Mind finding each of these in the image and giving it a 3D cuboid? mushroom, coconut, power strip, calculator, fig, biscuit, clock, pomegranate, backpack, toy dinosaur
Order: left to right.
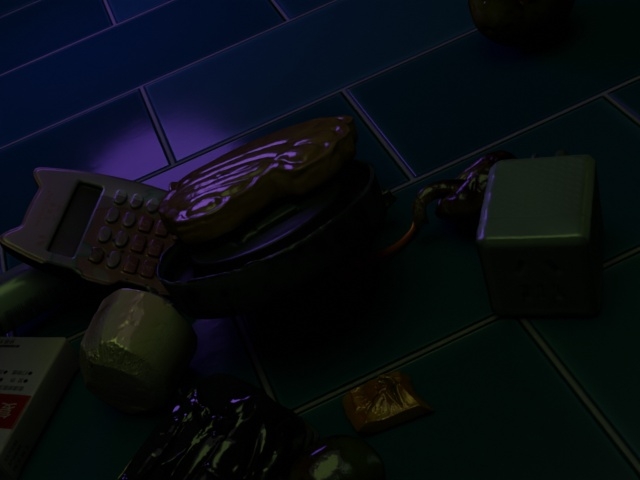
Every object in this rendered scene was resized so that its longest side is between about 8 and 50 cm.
[{"bbox_3d":[-0.303,-0.005,1.534,0.330,0.048,0.220,14,45,-2],"label":"calculator"},{"bbox_3d":[-0.241,0.140,1.348,0.147,0.147,0.152,2,49,27],"label":"coconut"},{"bbox_3d":[-0.144,0.263,1.162,0.258,0.133,0.206,-46,26,-16],"label":"backpack"},{"bbox_3d":[-0.093,-0.100,1.455,0.312,0.057,0.351,-22,17,11],"label":"biscuit"},{"bbox_3d":[-0.064,-0.007,1.352,0.325,0.067,0.325,-23,19,8],"label":"clock"},{"bbox_3d":[0.034,0.025,1.413,0.279,0.101,0.055,-43,18,-13],"label":"toy dinosaur"},{"bbox_3d":[0.029,0.281,1.098,0.114,0.114,0.142,-38,66,-19],"label":"pomegranate"},{"bbox_3d":[0.207,-0.063,1.418,0.170,0.080,0.135,-27,1,2],"label":"mushroom"},{"bbox_3d":[0.342,-0.427,1.733,0.181,0.181,0.191,-13,13,11],"label":"fig"},{"bbox_3d":[0.291,-0.025,1.302,0.139,0.140,0.224,-3,41,22],"label":"power strip"}]

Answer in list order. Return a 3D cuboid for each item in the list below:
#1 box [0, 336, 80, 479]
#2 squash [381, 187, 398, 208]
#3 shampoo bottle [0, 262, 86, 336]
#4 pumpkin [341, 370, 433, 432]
[{"bbox_3d":[-0.542,0.233,1.440,0.353,0.069,0.214,-3,42,24],"label":"box"},{"bbox_3d":[0.000,0.000,1.462,0.252,0.066,0.066,-31,40,-12],"label":"squash"},{"bbox_3d":[-0.417,0.058,1.556,0.262,0.085,0.085,-30,39,-22],"label":"shampoo bottle"},{"bbox_3d":[0.078,0.195,1.224,0.101,0.035,0.073,-21,41,-3],"label":"pumpkin"}]
